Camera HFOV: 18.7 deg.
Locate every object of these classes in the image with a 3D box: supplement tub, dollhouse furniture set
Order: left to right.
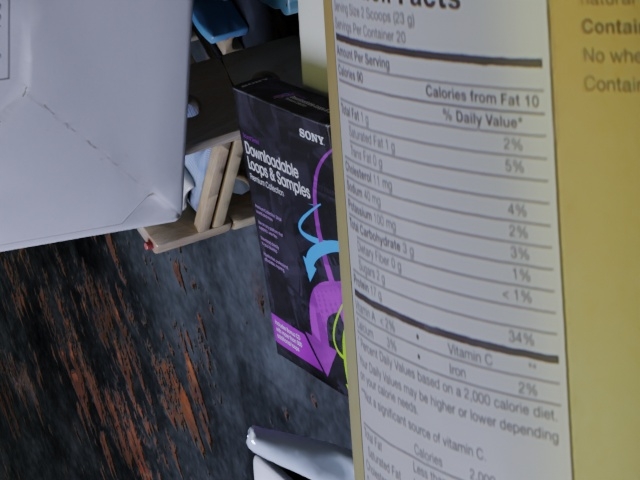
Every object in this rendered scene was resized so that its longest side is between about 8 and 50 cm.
[{"bbox_3d":[-0.097,-0.112,1.403,0.183,0.129,0.129,59,153,26],"label":"dollhouse furniture set"},{"bbox_3d":[0.117,-0.018,0.453,0.228,0.228,0.316,20,117,60],"label":"supplement tub"}]

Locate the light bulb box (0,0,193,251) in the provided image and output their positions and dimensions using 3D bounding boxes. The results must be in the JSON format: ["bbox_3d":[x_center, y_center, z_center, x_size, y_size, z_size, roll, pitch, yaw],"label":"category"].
[{"bbox_3d":[-0.249,-0.227,1.269,0.361,0.225,0.358,45,137,50],"label":"light bulb box"}]

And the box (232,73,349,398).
[{"bbox_3d":[0.000,0.000,1.035,0.116,0.029,0.162,26,129,59],"label":"box"}]

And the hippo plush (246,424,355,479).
[{"bbox_3d":[0.161,0.180,1.038,0.236,0.234,0.294,-29,79,40],"label":"hippo plush"}]

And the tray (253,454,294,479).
[{"bbox_3d":[0.024,0.278,1.533,0.270,0.030,0.145,31,132,55],"label":"tray"}]

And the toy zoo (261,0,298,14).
[{"bbox_3d":[-0.061,-0.291,1.323,0.293,0.030,0.192,69,156,7],"label":"toy zoo"}]

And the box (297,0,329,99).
[{"bbox_3d":[0.083,-0.080,1.022,0.127,0.149,0.232,40,141,50],"label":"box"}]
